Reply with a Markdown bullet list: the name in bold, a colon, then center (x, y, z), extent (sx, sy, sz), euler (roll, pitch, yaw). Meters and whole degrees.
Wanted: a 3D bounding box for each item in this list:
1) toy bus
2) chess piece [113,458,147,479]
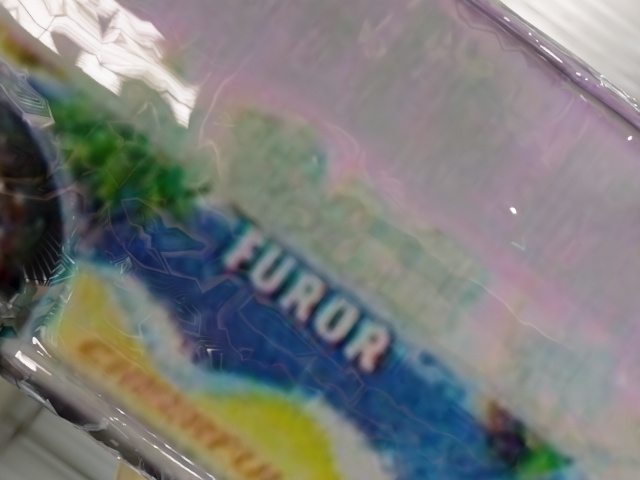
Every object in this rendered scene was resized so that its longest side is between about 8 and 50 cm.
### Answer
- **toy bus**: center (0.000, 0.000, 0.391), extent (0.138, 0.317, 0.112), euler (-54, -171, 6)
- **chess piece**: center (-0.005, 0.060, 0.591), extent (0.124, 0.307, 0.139), euler (-19, 152, 19)
